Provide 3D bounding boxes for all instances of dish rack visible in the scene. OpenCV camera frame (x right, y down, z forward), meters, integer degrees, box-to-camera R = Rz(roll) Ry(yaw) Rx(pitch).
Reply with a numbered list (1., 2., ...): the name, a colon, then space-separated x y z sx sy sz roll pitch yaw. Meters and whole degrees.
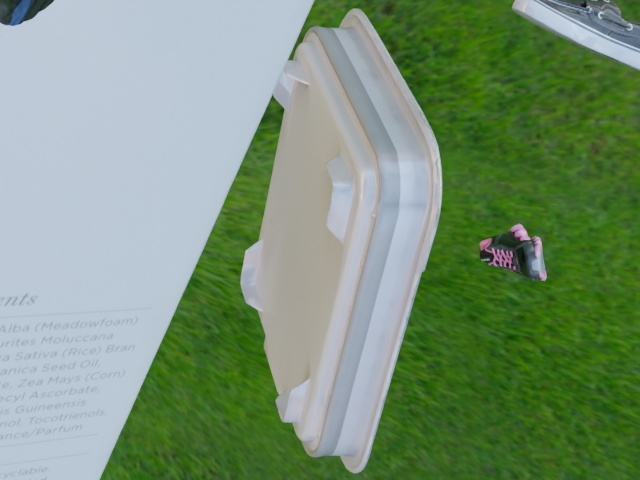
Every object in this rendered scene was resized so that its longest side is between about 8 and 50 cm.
1. dish rack: 0.000 0.000 1.118 0.072 0.285 0.333 -1 126 -17

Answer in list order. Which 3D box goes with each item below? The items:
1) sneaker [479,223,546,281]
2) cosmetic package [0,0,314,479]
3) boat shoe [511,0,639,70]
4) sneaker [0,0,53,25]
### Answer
1. sneaker: 0.190 0.016 1.327 0.057 0.119 0.047 -9 101 -5
2. cosmetic package: -0.164 -0.066 0.622 0.161 0.230 0.453 -1 131 -38
3. boat shoe: 0.209 -0.161 0.989 0.142 0.049 0.040 19 100 -20
4. sneaker: -0.087 -0.124 0.286 0.081 0.211 0.080 39 67 4
